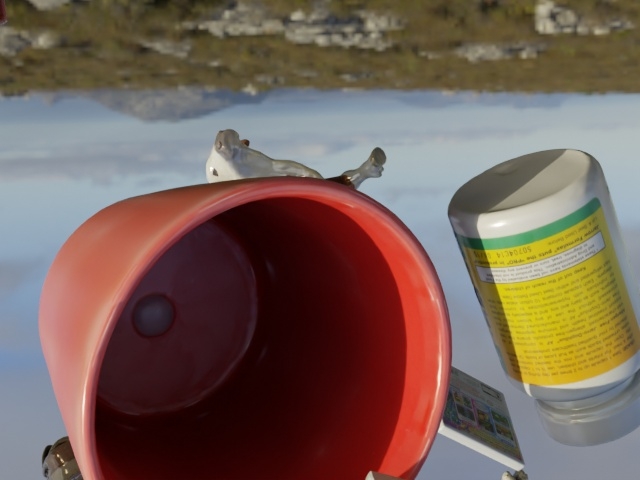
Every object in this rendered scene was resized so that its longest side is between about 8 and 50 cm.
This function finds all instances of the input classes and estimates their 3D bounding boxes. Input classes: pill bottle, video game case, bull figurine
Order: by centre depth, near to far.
[{"bbox_3d":[0.182,0.047,0.804,0.118,0.208,0.117,-20,-160,8],"label":"pill bottle"},{"bbox_3d":[0.000,0.000,1.151,0.188,0.310,0.101,-11,-156,38],"label":"bull figurine"},{"bbox_3d":[0.216,0.244,1.512,0.157,0.019,0.143,29,-150,-25],"label":"video game case"}]

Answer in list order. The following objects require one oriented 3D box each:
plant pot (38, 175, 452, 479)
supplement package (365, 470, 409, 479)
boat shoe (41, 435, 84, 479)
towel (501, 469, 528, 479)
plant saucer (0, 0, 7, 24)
[{"bbox_3d":[-0.082,0.076,0.778,0.275,0.275,0.243,-5,-168,-29],"label":"plant pot"},{"bbox_3d":[0.131,0.263,0.680,0.244,0.133,0.139,17,-168,-13],"label":"supplement package"},{"bbox_3d":[-0.336,0.328,1.519,0.123,0.116,0.324,-31,176,-18],"label":"boat shoe"},{"bbox_3d":[0.325,0.494,1.585,0.049,0.187,0.282,-7,-154,-9],"label":"towel"},{"bbox_3d":[-0.396,-0.333,0.932,0.048,0.258,0.259,-14,171,23],"label":"plant saucer"}]
